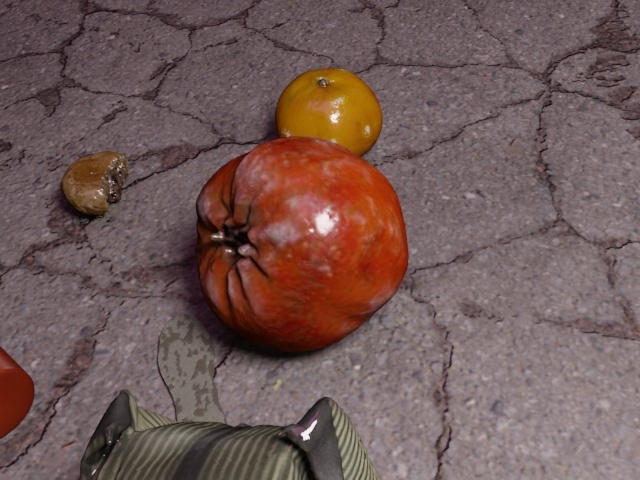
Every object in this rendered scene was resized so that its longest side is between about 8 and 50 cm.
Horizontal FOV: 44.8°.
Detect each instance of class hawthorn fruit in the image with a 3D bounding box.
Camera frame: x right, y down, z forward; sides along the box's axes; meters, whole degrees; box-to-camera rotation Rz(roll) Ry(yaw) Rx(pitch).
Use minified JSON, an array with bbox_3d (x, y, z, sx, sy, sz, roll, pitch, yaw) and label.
[{"bbox_3d":[0.000,0.000,0.880,0.271,0.242,0.242,-2,32,-42],"label":"hawthorn fruit"}]

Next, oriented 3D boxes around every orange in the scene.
[{"bbox_3d":[0.011,-0.177,1.108,0.156,0.124,0.156,-5,40,4],"label":"orange"}]

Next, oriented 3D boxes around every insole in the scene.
[{"bbox_3d":[-0.143,0.153,0.864,0.065,0.006,0.193,-16,44,-9],"label":"insole"}]

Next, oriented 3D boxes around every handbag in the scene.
[{"bbox_3d":[-0.068,0.272,0.562,0.247,0.240,0.341,-2,44,13],"label":"handbag"}]

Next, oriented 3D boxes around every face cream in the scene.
[{"bbox_3d":[-0.415,0.129,0.861,0.214,0.096,0.096,30,55,33],"label":"face cream"}]

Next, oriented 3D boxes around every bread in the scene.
[{"bbox_3d":[-0.319,-0.078,1.094,0.082,0.060,0.113,4,42,11],"label":"bread"}]
